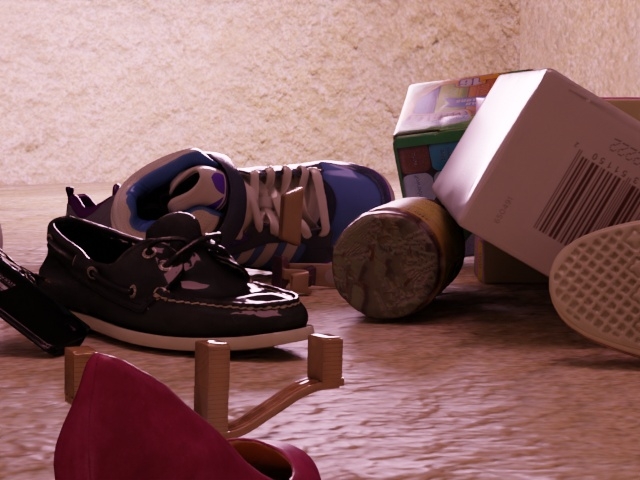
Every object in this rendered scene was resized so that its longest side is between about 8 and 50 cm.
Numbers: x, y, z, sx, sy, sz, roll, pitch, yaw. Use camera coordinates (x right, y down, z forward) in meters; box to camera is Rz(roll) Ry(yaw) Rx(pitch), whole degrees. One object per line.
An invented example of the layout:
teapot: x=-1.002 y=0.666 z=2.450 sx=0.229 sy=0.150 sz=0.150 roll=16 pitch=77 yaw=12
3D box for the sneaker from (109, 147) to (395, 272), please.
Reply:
sneaker: x=-0.077 y=-0.038 z=1.815 sx=0.323 sy=0.130 sz=0.236 roll=-8 pitch=-11 yaw=3

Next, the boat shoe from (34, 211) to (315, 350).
boat shoe: x=-0.138 y=0.029 z=1.419 sx=0.127 sy=0.113 sz=0.340 roll=-4 pitch=7 yaw=-40

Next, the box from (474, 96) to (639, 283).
box: x=0.305 y=-0.061 z=1.865 sx=0.243 sy=0.213 sz=0.117 roll=0 pitch=6 yaw=0

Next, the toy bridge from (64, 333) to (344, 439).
toy bridge: x=-0.068 y=0.094 z=1.004 sx=0.188 sy=0.063 sz=0.026 roll=-1 pitch=5 yaw=-27

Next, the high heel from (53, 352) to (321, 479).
high heel: x=-0.053 y=0.093 z=0.739 sx=0.082 sy=0.117 sz=0.244 roll=2 pitch=6 yaw=22

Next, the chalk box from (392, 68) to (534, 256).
chalk box: x=0.199 y=-0.088 z=2.053 sx=0.179 sy=0.180 sz=0.289 roll=-7 pitch=22 yaw=11

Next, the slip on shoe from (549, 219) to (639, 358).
slip on shoe: x=0.350 y=0.050 z=1.311 sx=0.331 sy=0.123 sz=0.101 roll=1 pitch=-13 yaw=-3

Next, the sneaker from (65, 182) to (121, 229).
sneaker: x=-0.232 y=-0.023 z=2.044 sx=0.224 sy=0.098 sz=0.083 roll=2 pitch=6 yaw=15

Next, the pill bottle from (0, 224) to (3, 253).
pill bottle: x=-0.390 y=0.012 z=1.493 sx=0.131 sy=0.131 sz=0.229 roll=1 pitch=7 yaw=5

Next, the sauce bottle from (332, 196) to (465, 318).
sauce bottle: x=0.096 y=0.009 z=1.666 sx=0.111 sy=0.111 sz=0.344 roll=2 pitch=6 yaw=14

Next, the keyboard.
keyboard: x=-0.283 y=0.043 z=1.374 sx=0.192 sy=0.038 sz=0.100 roll=37 pitch=22 yaw=14

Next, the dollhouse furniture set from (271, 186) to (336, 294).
dollhouse furniture set: x=0.000 y=0.000 z=1.755 sx=0.081 sy=0.114 sz=0.091 roll=3 pitch=2 yaw=-17

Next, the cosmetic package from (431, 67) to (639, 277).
cosmetic package: x=0.255 y=-0.047 z=1.579 sx=0.230 sy=0.161 sz=0.453 roll=30 pitch=5 yaw=-2
